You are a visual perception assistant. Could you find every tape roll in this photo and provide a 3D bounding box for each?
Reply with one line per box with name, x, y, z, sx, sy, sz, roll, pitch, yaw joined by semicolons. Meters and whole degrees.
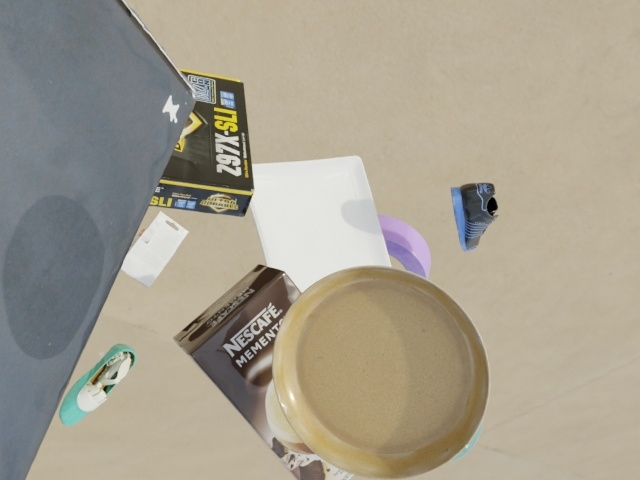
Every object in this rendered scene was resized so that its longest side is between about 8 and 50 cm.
tape roll;0.142;0.066;1.692;0.275;0.090;0.274;9;132;10

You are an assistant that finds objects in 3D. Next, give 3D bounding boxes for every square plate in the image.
square plate;0.000;0.000;1.379;0.344;0.347;0.049;-11;174;-42

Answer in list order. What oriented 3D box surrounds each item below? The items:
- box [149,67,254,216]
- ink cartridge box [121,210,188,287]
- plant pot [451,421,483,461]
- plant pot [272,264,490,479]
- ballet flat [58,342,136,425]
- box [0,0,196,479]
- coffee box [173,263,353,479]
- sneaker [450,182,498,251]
box;-0.264;-0.195;1.214;0.257;0.321;0.079;8;137;-20
ink cartridge box;-0.277;0.014;1.083;0.063;0.115;0.029;39;165;-22
plant pot;0.214;0.370;1.466;0.272;0.271;0.255;5;178;-23
plant pot;0.063;0.142;0.715;0.236;0.236;0.032;-26;179;16
ballet flat;-0.553;0.358;1.649;0.087;0.247;0.083;-3;130;42
box;-0.452;-0.042;0.609;0.472;0.479;0.297;13;162;21
coffee box;-0.044;0.199;0.928;0.168;0.119;0.297;-42;108;-15
sneaker;0.337;-0.046;1.408;0.091;0.081;0.232;-9;152;14
